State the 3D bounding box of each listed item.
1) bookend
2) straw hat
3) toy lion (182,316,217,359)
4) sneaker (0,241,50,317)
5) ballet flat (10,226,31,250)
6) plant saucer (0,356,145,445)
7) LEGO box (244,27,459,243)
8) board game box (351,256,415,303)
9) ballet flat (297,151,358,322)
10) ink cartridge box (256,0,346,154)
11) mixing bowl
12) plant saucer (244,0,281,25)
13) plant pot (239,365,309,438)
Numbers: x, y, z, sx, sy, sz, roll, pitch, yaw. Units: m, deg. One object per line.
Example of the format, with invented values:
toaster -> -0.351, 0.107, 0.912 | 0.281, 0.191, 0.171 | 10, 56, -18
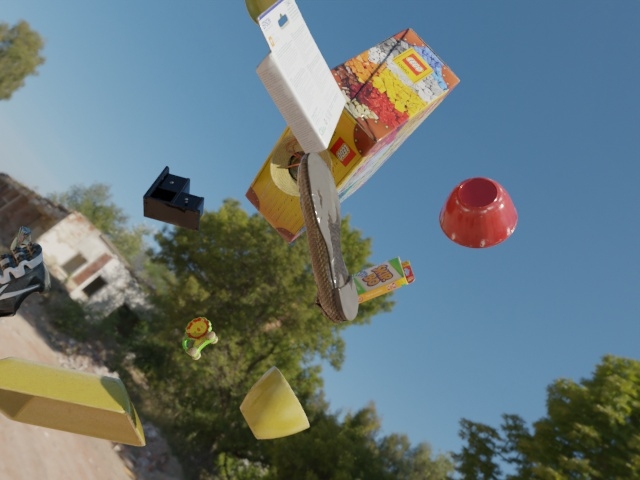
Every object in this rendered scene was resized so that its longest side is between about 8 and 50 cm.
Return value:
bookend -> -0.382, -0.117, 1.494 | 0.157, 0.156, 0.072 | 16, -49, 1
straw hat -> -0.039, -0.160, 1.197 | 0.144, 0.144, 0.061 | 43, -4, 10
toy lion -> -0.337, 0.261, 1.485 | 0.096, 0.100, 0.034 | 35, -22, 30
sneaker -> -0.559, 0.098, 0.896 | 0.078, 0.234, 0.106 | 33, -36, 48
ballet flat -> -0.869, 0.001, 1.579 | 0.041, 0.041, 0.114 | 48, -52, -3
plant saucer -> -0.554, 0.354, 1.198 | 0.333, 0.081, 0.332 | 13, -32, -4
LEGO box -> 0.063, -0.256, 1.410 | 0.193, 0.372, 0.500 | 48, -36, 3
board game box -> 0.149, 0.127, 1.621 | 0.124, 0.260, 0.039 | -93, 160, -62
ballet flat -> 0.000, 0.000, 0.776 | 0.058, 0.084, 0.249 | -7, -78, 31
ink cartridge box -> -0.039, -0.285, 0.914 | 0.045, 0.223, 0.224 | -19, -63, 23
mixing bowl -> 0.370, -0.082, 1.271 | 0.181, 0.181, 0.098 | 33, -20, 31
plant saucer -> -0.126, -0.682, 1.409 | 0.241, 0.037, 0.240 | 15, -71, 51
plant pot -> -0.097, 0.322, 1.033 | 0.134, 0.095, 0.134 | 52, -20, 28
